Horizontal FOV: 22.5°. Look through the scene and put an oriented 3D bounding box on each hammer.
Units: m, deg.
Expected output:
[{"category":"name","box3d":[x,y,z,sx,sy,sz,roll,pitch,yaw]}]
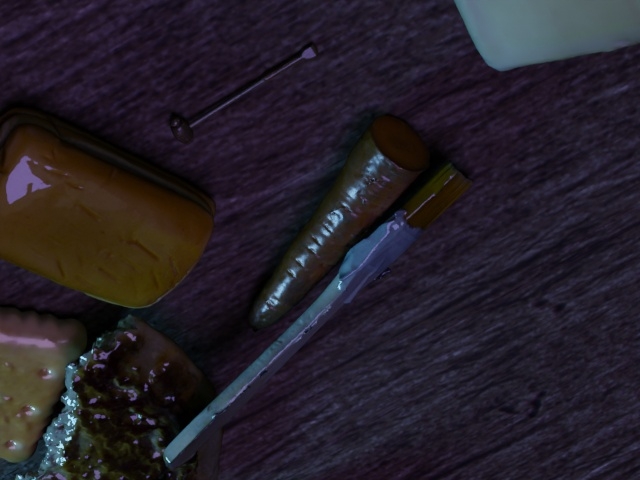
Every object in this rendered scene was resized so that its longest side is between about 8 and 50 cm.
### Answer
[{"category":"hammer","box3d":[-0.056,-0.109,1.174,0.123,0.014,0.029,-31,140,6]}]

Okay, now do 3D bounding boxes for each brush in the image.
[{"category":"brush","box3d":[-0.008,0.062,1.271,0.336,0.020,0.085,-45,165,7]}]

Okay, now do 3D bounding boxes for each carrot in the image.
[{"category":"carrot","box3d":[0.000,0.000,1.259,0.057,0.057,0.224,21,124,-31]}]

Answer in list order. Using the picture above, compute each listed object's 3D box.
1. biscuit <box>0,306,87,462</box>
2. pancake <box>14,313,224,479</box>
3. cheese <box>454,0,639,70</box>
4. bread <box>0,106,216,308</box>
[{"category":"biscuit","box3d":[-0.321,0.105,1.259,0.249,0.030,0.160,13,124,-26]},{"category":"pancake","box3d":[-0.191,0.182,1.337,0.244,0.057,0.266,-28,135,4]},{"category":"cheese","box3d":[0.171,-0.258,1.004,0.242,0.124,0.265,-17,130,16]},{"category":"bread","box3d":[-0.171,-0.014,1.181,0.200,0.077,0.116,27,109,-34]}]
